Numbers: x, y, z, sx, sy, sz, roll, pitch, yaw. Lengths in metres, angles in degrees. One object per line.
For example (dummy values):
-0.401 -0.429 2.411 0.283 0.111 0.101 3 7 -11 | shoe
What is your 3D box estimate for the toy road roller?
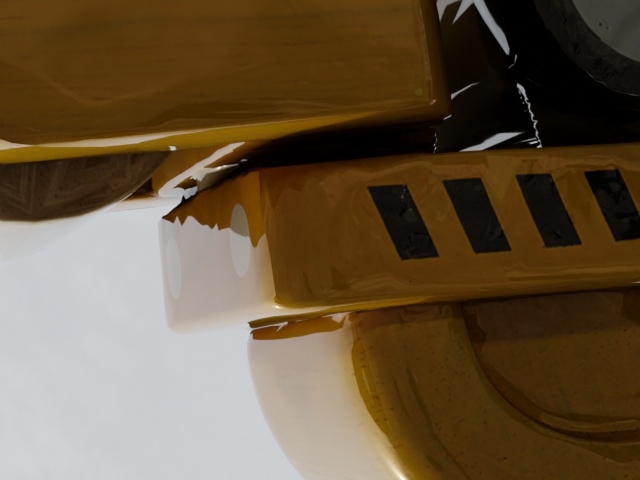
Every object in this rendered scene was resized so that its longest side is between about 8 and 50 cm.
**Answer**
0.000 0.000 0.555 0.330 0.202 0.240 -5 -95 -19 | toy road roller
